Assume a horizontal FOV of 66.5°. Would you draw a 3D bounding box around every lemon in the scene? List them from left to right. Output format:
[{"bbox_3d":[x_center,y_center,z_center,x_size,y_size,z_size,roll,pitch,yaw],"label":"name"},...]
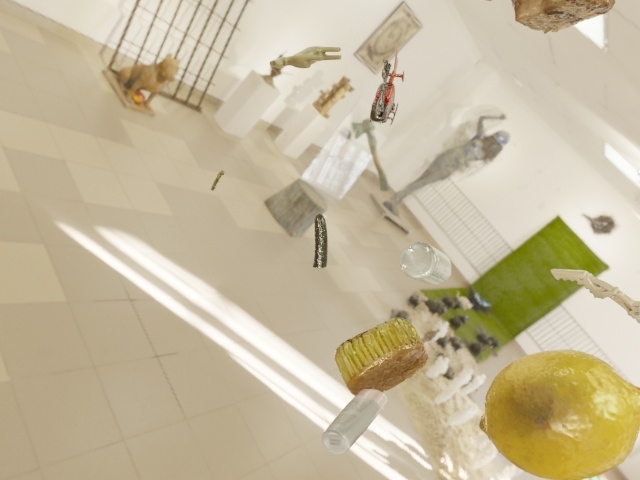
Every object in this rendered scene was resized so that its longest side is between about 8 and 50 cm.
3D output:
[{"bbox_3d":[0.360,0.263,0.744,0.188,0.256,0.189,35,40,-36],"label":"lemon"}]

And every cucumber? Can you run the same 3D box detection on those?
[{"bbox_3d":[0.000,0.000,1.873,0.058,0.215,0.052,-2,12,-10],"label":"cucumber"}]

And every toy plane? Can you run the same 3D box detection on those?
[{"bbox_3d":[0.103,-0.232,0.760,0.060,0.037,0.145,74,32,-57],"label":"toy plane"}]

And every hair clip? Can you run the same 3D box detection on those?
[{"bbox_3d":[0.609,0.103,1.042,0.034,0.072,0.225,-22,45,-41],"label":"hair clip"}]

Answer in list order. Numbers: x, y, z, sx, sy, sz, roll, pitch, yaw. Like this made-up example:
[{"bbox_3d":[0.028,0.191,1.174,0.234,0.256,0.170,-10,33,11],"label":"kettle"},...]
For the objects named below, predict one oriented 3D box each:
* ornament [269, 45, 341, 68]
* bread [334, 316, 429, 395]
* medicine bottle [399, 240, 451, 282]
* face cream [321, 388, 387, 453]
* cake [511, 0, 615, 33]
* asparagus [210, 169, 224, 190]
[{"bbox_3d":[-0.070,-0.763,2.051,0.244,0.061,0.230,12,38,29],"label":"ornament"},{"bbox_3d":[0.176,0.335,1.394,0.227,0.253,0.143,63,4,-51],"label":"bread"},{"bbox_3d":[0.348,0.082,1.520,0.110,0.110,0.351,56,16,23],"label":"medicine bottle"},{"bbox_3d":[0.078,0.403,1.102,0.198,0.084,0.058,-20,100,-57],"label":"face cream"},{"bbox_3d":[0.691,-0.742,1.454,0.196,0.293,0.199,-5,91,-31],"label":"cake"},{"bbox_3d":[-0.300,-0.174,1.418,0.018,0.127,0.015,-25,85,-29],"label":"asparagus"}]
